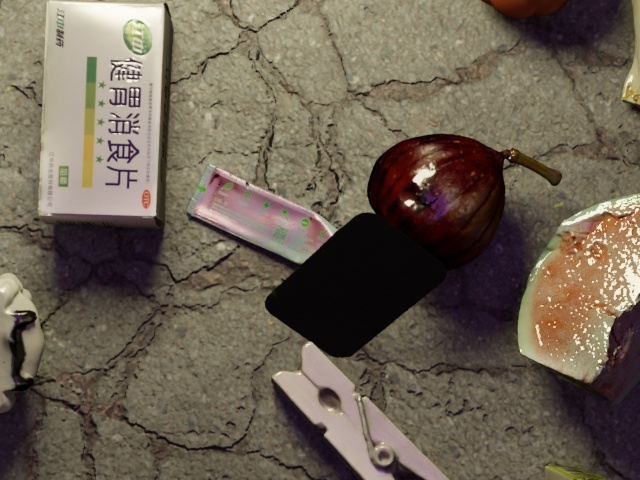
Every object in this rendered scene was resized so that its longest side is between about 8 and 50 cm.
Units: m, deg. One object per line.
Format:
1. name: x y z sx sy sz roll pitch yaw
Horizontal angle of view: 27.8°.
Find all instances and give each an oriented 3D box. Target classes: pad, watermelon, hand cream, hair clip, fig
1. pad: -0.009 0.010 1.852 0.323 0.055 0.250 46 122 -3
2. watermelon: 0.430 0.069 1.866 0.224 0.180 0.305 28 88 -10
3. hand cream: -0.064 -0.021 1.939 0.275 0.050 0.079 25 60 6
4. hair clip: 0.068 0.292 1.891 0.101 0.085 0.331 -43 86 -5
5. fig: 0.197 -0.083 1.867 0.249 0.186 0.203 -39 70 7

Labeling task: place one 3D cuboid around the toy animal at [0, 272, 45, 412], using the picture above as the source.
1. toy animal: -0.497 0.137 1.863 0.204 0.156 0.208 3 102 -4

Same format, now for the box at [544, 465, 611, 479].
1. box: 0.362 0.459 1.838 0.062 0.175 0.260 3 86 -2

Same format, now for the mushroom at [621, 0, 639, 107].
1. mushroom: 0.507 -0.368 1.949 0.123 0.095 0.351 -2 85 21

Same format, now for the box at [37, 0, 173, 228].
1. box: -0.311 -0.186 1.895 0.173 0.145 0.332 2 85 -3

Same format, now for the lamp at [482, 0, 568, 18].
1. lamp: 0.305 -0.417 1.915 0.188 0.164 0.187 -1 61 3
